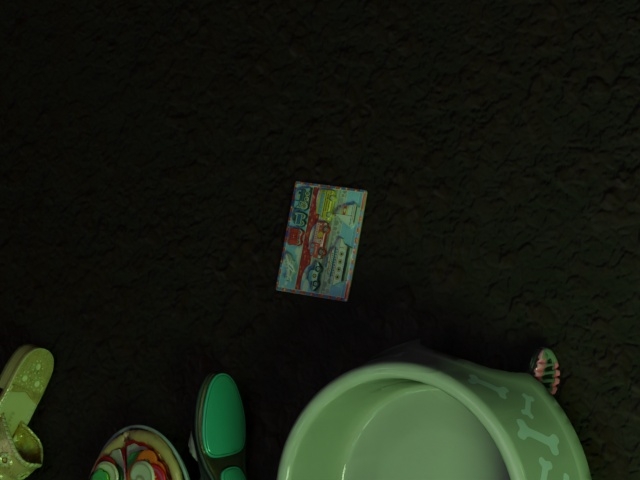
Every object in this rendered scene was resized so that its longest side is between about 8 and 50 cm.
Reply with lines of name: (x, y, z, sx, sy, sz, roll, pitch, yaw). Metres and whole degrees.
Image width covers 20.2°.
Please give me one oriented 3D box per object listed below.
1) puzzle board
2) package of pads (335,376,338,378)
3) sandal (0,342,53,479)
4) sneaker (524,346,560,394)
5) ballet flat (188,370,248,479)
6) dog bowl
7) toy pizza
puzzle board: (0.000, 0.000, 2.036, 0.096, 0.011, 0.128, 8, 86, 32)
package of pads: (0.059, 0.165, 1.959, 0.083, 0.032, 0.050, -17, 76, 28)
sandal: (-0.369, 0.247, 2.174, 0.079, 0.088, 0.240, 19, 87, 38)
sneaker: (0.210, 0.166, 1.863, 0.057, 0.047, 0.119, 13, 87, 44)
ballet flat: (-0.118, 0.252, 2.033, 0.074, 0.074, 0.203, -17, 80, 28)
dog bowl: (0.103, 0.274, 1.844, 0.349, 0.102, 0.348, 0, 89, 34)
toy pizza: (-0.216, 0.314, 2.070, 0.201, 0.032, 0.201, -4, 84, 48)
